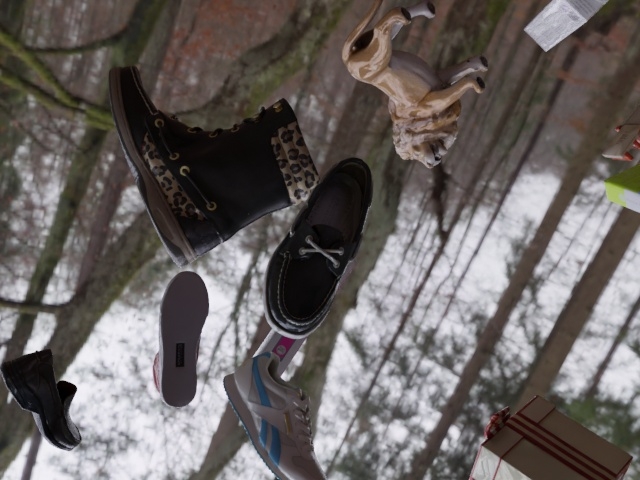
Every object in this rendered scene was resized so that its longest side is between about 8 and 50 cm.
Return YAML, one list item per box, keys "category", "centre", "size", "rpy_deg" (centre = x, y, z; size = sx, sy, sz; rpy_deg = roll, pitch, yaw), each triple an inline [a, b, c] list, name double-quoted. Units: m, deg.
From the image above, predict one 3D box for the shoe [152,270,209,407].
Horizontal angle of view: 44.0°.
- category: "shoe"
  centre: [-0.191, 0.128, 1.051]
  size: [0.064, 0.177, 0.081]
  rpy_deg: [5, 178, -22]

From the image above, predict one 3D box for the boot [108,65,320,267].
- category: "boot"
  centre: [-0.184, -0.169, 1.345]
  size: [0.284, 0.138, 0.377]
  rpy_deg: [-22, -111, -4]

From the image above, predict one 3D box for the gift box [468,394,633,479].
- category: "gift box"
  centre: [0.421, 0.484, 1.572]
  size: [0.258, 0.255, 0.276]
  rpy_deg: [31, -147, 34]

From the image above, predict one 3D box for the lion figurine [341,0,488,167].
- category: "lion figurine"
  centre: [0.152, -0.306, 1.479]
  size: [0.392, 0.240, 0.142]
  rpy_deg: [39, -136, -30]

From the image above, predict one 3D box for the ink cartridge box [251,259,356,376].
- category: "ink cartridge box"
  centre: [-0.025, 0.125, 1.605]
  size: [0.069, 0.370, 0.176]
  rpy_deg: [33, 163, -2]

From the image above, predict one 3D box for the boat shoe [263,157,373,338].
- category: "boat shoe"
  centre: [0.000, 0.000, 1.156]
  size: [0.114, 0.091, 0.302]
  rpy_deg: [23, -126, -10]

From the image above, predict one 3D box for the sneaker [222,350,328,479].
- category: "sneaker"
  centre: [-0.051, 0.270, 1.161]
  size: [0.228, 0.092, 0.087]
  rpy_deg: [55, -172, 18]

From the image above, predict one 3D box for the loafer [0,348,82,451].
- category: "loafer"
  centre: [-0.328, 0.200, 0.980]
  size: [0.061, 0.170, 0.062]
  rpy_deg: [-28, -133, -13]

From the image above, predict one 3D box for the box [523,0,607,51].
- category: "box"
  centre: [0.418, -0.389, 1.356]
  size: [0.067, 0.063, 0.324]
  rpy_deg: [46, -173, 1]

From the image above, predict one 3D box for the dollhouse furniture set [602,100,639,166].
- category: "dollhouse furniture set"
  centre: [0.697, -0.149, 1.550]
  size: [0.259, 0.135, 0.262]
  rpy_deg: [34, -178, -12]

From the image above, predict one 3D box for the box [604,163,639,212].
- category: "box"
  centre: [0.550, -0.079, 1.251]
  size: [0.109, 0.042, 0.178]
  rpy_deg: [-24, -156, -9]
